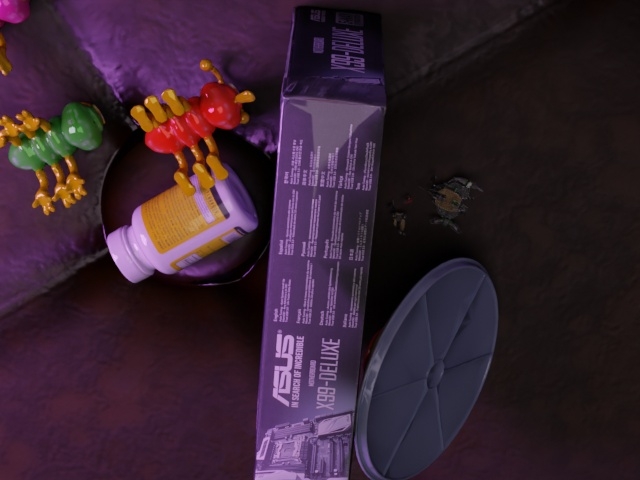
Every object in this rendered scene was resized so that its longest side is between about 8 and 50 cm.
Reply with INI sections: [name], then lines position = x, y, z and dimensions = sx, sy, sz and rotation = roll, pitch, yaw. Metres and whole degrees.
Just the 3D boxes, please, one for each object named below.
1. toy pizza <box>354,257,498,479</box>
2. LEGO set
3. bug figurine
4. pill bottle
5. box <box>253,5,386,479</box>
[toy pizza]
position = 0.083, 0.106, 1.282
dimensions = 0.032, 0.201, 0.201
rotation = 22, 117, 32
[LEGO set]
position = 0.098, -0.033, 1.296
dimensions = 0.083, 0.023, 0.054
rotation = -2, 112, 15
[bug figurine]
position = -0.189, -0.152, 1.213
dimensions = 0.216, 0.072, 0.279
rotation = -23, 116, 16
[pill bottle]
position = -0.116, -0.012, 1.276
dimensions = 0.116, 0.065, 0.065
rotation = -29, 110, 11
[box]
position = 0.000, 0.000, 1.186
dimensions = 0.076, 0.242, 0.307
rotation = 5, 114, 0
